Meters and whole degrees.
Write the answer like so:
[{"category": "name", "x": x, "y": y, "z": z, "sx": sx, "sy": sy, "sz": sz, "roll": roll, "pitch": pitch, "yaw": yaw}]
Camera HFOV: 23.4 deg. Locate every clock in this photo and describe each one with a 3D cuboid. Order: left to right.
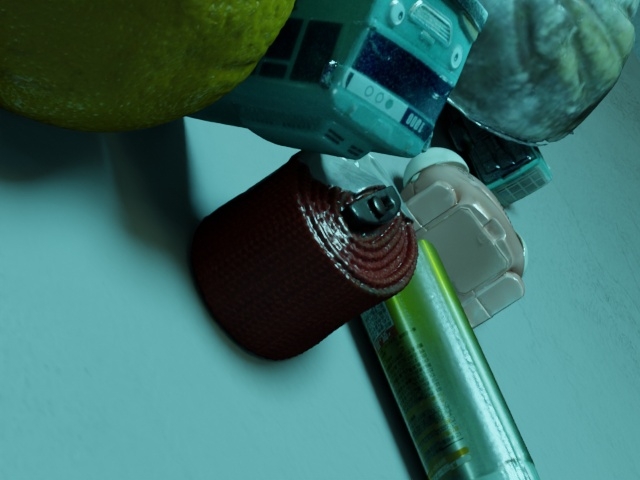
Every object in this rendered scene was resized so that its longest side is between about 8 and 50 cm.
[{"category": "clock", "x": 0.145, "y": -0.012, "z": 1.512, "sx": 0.166, "sy": 0.092, "sz": 0.162, "roll": 51, "pitch": 18, "yaw": -9}]

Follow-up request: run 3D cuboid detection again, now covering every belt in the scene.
[{"category": "belt", "x": 0.000, "y": 0.000, "z": 1.136, "sx": 0.128, "sy": 0.124, "sz": 0.201, "roll": 56, "pitch": 22, "yaw": -2}]

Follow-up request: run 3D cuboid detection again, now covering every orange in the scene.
[{"category": "orange", "x": -0.132, "y": -0.190, "z": 0.952, "sx": 0.264, "sy": 0.264, "sz": 0.264, "roll": 45, "pitch": 23, "yaw": -25}]

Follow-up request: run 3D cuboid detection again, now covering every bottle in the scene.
[{"category": "bottle", "x": 0.105, "y": 0.134, "z": 1.218, "sx": 0.082, "sy": 0.082, "sz": 0.286, "roll": 25, "pitch": 37, "yaw": -53}]

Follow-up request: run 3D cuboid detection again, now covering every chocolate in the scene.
[{"category": "chocolate", "x": 0.237, "y": -0.280, "z": 1.724, "sx": 0.303, "sy": 0.213, "sz": 0.303, "roll": 26, "pitch": 40, "yaw": -23}]

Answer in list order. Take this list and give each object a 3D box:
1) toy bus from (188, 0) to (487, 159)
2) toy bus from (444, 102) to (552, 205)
[{"category": "toy bus", "x": -0.025, "y": -0.143, "z": 1.105, "sx": 0.256, "sy": 0.147, "sz": 0.128, "roll": 15, "pitch": -8, "yaw": 40}, {"category": "toy bus", "x": 0.185, "y": -0.168, "z": 1.842, "sx": 0.109, "sy": 0.091, "sz": 0.262, "roll": 41, "pitch": 24, "yaw": -58}]
